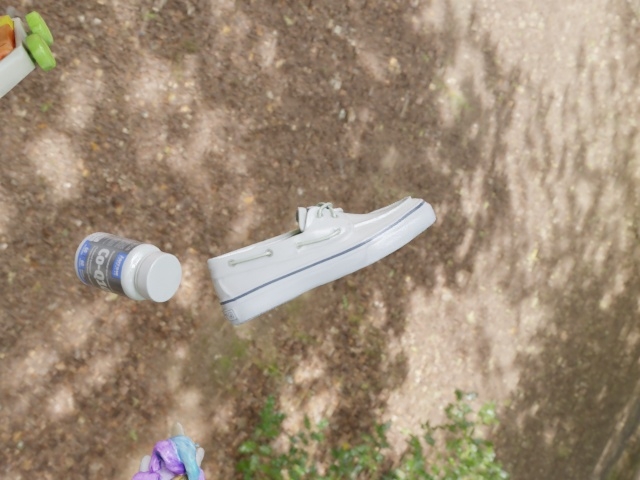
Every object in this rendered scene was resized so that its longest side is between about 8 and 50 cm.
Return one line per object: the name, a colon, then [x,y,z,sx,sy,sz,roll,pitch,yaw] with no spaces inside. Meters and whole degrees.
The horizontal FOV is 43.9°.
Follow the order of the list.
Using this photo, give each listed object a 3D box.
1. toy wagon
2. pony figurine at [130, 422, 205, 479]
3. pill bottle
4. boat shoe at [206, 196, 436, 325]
toy wagon: [-0.523,-0.232,1.165,0.267,0.344,0.068,-28,125,-3]
pony figurine: [-0.187,0.374,0.741,0.351,0.302,0.364,5,71,-62]
pill bottle: [-0.259,0.037,1.073,0.078,0.137,0.078,-24,120,-52]
boat shoe: [0.000,0.000,0.756,0.226,0.076,0.083,-27,-175,-10]
